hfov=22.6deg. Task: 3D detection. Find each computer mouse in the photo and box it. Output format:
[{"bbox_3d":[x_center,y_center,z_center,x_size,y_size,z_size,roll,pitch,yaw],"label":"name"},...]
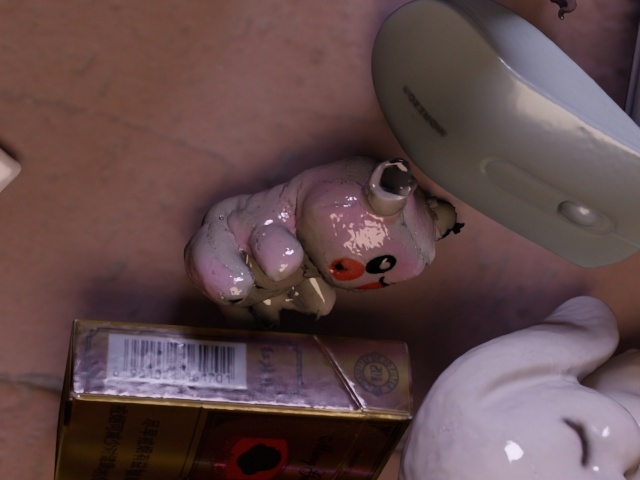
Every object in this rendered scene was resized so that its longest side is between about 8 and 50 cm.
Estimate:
[{"bbox_3d":[0.126,-0.066,1.054,0.231,0.079,0.128,41,142,5],"label":"computer mouse"}]

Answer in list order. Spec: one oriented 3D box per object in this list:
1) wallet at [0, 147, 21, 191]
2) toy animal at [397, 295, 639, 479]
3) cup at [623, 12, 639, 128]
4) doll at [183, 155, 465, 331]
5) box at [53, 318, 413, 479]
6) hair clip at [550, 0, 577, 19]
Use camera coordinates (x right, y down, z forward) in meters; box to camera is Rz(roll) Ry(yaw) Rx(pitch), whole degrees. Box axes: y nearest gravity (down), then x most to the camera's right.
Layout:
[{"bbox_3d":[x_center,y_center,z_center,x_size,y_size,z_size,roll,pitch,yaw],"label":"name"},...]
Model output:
[{"bbox_3d":[-0.265,-0.068,1.073,0.061,0.025,0.122,-40,117,16],"label":"wallet"},{"bbox_3d":[0.156,0.178,1.135,0.265,0.206,0.272,1,98,-54],"label":"toy animal"},{"bbox_3d":[0.311,-0.114,1.060,0.221,0.167,0.202,3,122,-6],"label":"cup"},{"bbox_3d":[0.000,0.000,1.111,0.192,0.095,0.149,-17,159,8],"label":"doll"},{"bbox_3d":[-0.068,0.127,1.156,0.240,0.071,0.159,5,145,-12],"label":"box"},{"bbox_3d":[0.106,-0.210,0.961,0.090,0.137,0.278,-51,155,17],"label":"hair clip"}]
